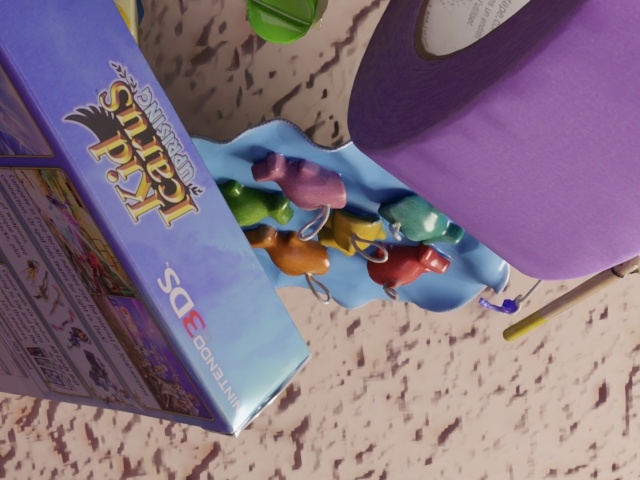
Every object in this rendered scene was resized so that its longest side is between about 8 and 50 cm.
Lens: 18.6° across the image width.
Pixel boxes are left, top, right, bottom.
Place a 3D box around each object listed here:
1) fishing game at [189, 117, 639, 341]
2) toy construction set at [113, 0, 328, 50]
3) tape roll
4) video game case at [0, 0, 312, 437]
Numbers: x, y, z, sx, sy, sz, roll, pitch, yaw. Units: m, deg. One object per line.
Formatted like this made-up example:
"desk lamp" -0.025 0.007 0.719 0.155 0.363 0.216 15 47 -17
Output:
"fishing game" 0.000 0.000 0.916 0.264 0.041 0.189 21 156 -18
"toy construction set" -0.034 -0.215 0.797 0.215 0.151 0.328 11 134 0
"tape roll" 0.129 -0.120 0.761 0.090 0.275 0.275 37 115 -14
"video game case" -0.154 -0.045 0.868 0.244 0.061 0.269 5 130 50
